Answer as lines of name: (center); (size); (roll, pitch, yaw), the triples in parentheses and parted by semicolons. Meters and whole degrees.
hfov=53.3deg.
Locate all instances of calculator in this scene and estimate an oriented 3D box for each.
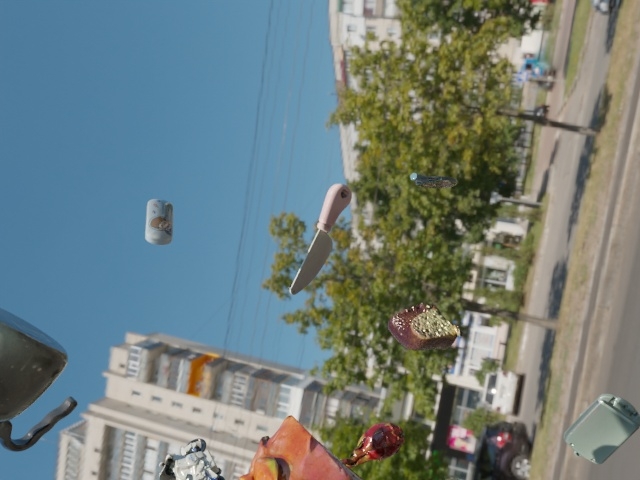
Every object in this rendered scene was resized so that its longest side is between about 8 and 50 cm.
calculator: (0.852, 0.575, 1.936); (0.246, 0.141, 0.045); (-60, -11, 25)

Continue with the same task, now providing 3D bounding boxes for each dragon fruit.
dragon fruit: (-0.026, 0.499, 1.239); (0.189, 0.290, 0.290); (-45, -30, -19)
dragon fruit: (0.129, 0.535, 1.651); (0.094, 0.190, 0.094); (62, 179, 1)

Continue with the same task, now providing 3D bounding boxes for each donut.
donut: (0.280, 0.254, 1.766); (0.186, 0.126, 0.144); (-126, 39, -49)

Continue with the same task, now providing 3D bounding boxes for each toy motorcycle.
toy motorcycle: (-0.340, 0.622, 1.677); (0.150, 0.221, 0.102); (-29, -54, -16)

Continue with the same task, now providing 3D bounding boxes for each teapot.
teapot: (-0.648, 0.294, 1.245); (0.285, 0.223, 0.305); (-58, -13, -14)

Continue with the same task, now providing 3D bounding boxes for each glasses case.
glasses case: (-0.416, -0.050, 1.648); (0.178, 0.067, 0.045); (-106, 30, -51)

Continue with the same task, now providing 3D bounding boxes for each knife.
knife: (0.002, 0.001, 1.765); (0.081, 0.043, 0.336); (26, -94, -33)

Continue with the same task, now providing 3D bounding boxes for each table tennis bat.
table tennis bat: (0.283, -0.151, 1.621); (0.155, 0.100, 0.019); (8, -100, -46)

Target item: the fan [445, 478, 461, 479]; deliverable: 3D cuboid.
fan: (0.425, 0.703, 1.595); (0.012, 0.414, 0.233); (77, -178, -68)
